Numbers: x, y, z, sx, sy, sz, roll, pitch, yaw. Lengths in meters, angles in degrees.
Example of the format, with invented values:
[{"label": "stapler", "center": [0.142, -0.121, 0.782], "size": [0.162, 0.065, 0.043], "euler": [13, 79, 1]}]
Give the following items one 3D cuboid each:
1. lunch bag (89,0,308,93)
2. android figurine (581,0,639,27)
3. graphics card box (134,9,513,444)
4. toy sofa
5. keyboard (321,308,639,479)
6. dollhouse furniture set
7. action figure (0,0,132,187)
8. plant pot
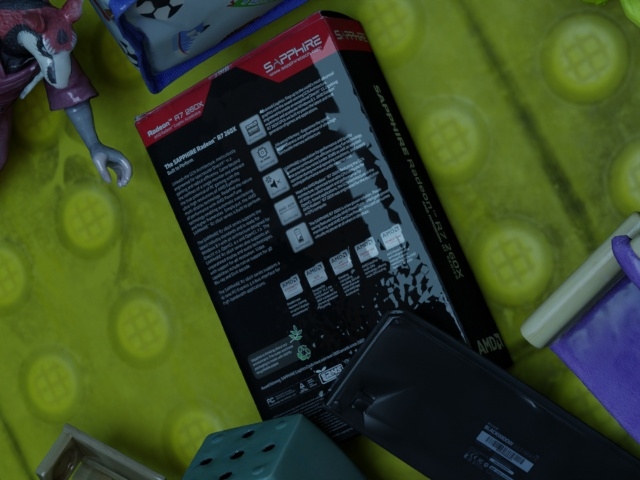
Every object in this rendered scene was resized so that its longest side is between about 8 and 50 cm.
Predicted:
[{"label": "lunch bag", "center": [-0.084, -0.377, 1.578], "size": [0.385, 0.239, 0.328], "euler": [-34, 76, -5]}, {"label": "android figurine", "center": [0.320, -0.287, 1.498], "size": [0.248, 0.056, 0.273], "euler": [-26, 80, 23]}, {"label": "graphics card box", "center": [0.000, 0.000, 1.645], "size": [0.232, 0.094, 0.371], "euler": [-28, 81, 23]}, {"label": "toy sofa", "center": [0.341, 0.154, 1.451], "size": [0.362, 0.177, 0.150], "euler": [48, 110, 14]}, {"label": "keyboard", "center": [0.143, 0.214, 1.564], "size": [0.317, 0.033, 0.201], "euler": [34, 107, -5]}, {"label": "dollhouse furniture set", "center": [-0.230, 0.299, 1.744], "size": [0.123, 0.144, 0.151], "euler": [24, 67, 21]}, {"label": "action figure", "center": [-0.333, -0.169, 1.723], "size": [0.370, 0.248, 0.276], "euler": [-31, 53, 43]}, {"label": "plant pot", "center": [-0.030, 0.289, 1.591], "size": [0.165, 0.165, 0.234], "euler": [-16, 112, 25]}]
